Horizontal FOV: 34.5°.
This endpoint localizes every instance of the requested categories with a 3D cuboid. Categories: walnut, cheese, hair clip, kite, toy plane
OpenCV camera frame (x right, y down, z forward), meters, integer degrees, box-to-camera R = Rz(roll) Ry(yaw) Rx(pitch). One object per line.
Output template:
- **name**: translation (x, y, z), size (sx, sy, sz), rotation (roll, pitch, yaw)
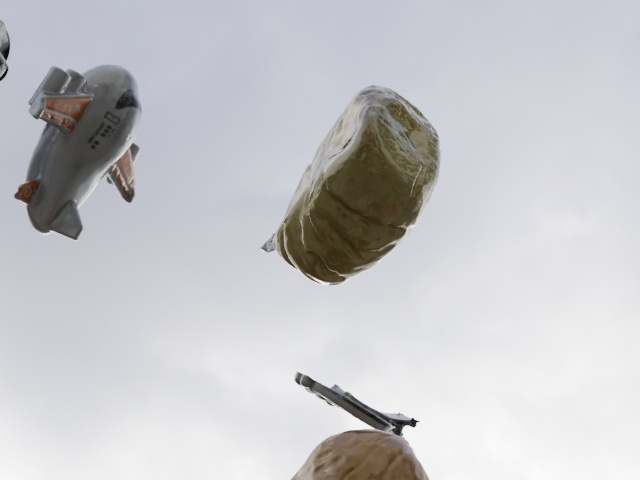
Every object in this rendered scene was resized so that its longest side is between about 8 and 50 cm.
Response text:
- **walnut**: translation (0.022, 0.243, 0.833), size (0.144, 0.180, 0.144), rotation (36, -20, 15)
- **cheese**: translation (0.038, -0.058, 1.157), size (0.117, 0.226, 0.214), rotation (33, -59, -14)
- **hair clip**: translation (0.069, 0.273, 1.679), size (0.220, 0.054, 0.140), rotation (33, -6, -37)
- **kite**: translation (0.000, -0.001, 1.373), size (0.189, 0.232, 0.009), rotation (10, -77, 50)
- **toy plane**: translation (-0.302, -0.117, 1.326), size (0.118, 0.244, 0.244), rotation (20, -41, 26)

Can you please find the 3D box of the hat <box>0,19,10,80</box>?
- **hat**: translation (-0.435, -0.230, 1.337), size (0.050, 0.121, 0.121), rotation (43, -45, 7)
